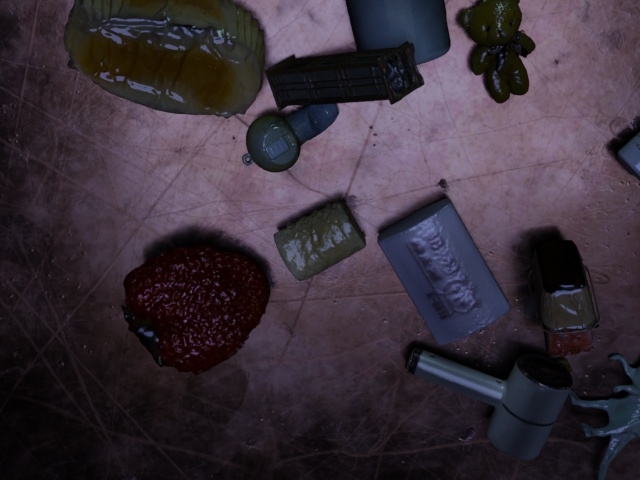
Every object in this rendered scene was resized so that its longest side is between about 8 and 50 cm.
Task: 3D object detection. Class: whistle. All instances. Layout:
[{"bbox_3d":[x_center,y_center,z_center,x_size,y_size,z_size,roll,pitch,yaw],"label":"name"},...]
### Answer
[{"bbox_3d":[-0.065,-0.218,1.814,0.223,0.123,0.123,-34,103,-11],"label":"whistle"}]

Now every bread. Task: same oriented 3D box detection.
[{"bbox_3d":[-0.292,-0.380,1.738,0.389,0.183,0.236,17,121,-10],"label":"bread"},{"bbox_3d":[0.489,0.127,1.835,0.142,0.224,0.211,-6,125,10],"label":"bread"},{"bbox_3d":[0.517,0.300,1.971,0.049,0.033,0.088,29,104,-13],"label":"bread"}]

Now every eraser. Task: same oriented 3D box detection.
[{"bbox_3d":[0.258,0.067,1.881,0.174,0.095,0.270,-29,102,11],"label":"eraser"}]

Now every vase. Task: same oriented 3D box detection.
[{"bbox_3d":[0.140,-0.480,1.675,0.245,0.245,0.291,-13,113,4],"label":"vase"}]

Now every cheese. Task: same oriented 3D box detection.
[{"bbox_3d":[0.000,0.000,1.865,0.167,0.094,0.123,-28,105,8],"label":"cheese"}]

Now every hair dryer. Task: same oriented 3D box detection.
[{"bbox_3d":[0.335,0.313,1.936,0.362,0.128,0.203,20,117,7],"label":"hair dryer"}]

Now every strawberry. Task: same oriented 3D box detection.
[{"bbox_3d":[-0.255,0.128,1.839,0.258,0.261,0.261,-33,102,16],"label":"strawberry"}]

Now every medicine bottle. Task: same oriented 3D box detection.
[{"bbox_3d":[0.720,-0.228,1.791,0.260,0.095,0.095,-43,100,10],"label":"medicine bottle"}]

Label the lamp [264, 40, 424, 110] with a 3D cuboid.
[{"bbox_3d":[0.037,-0.303,1.677,0.090,0.325,0.089,-36,117,-36],"label":"lamp"}]

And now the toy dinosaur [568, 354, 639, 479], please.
[{"bbox_3d":[0.648,0.399,1.969,0.206,0.092,0.392,-1,97,-5],"label":"toy dinosaur"}]

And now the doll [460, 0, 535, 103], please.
[{"bbox_3d":[0.358,-0.373,1.758,0.137,0.097,0.209,-23,109,1],"label":"doll"}]
